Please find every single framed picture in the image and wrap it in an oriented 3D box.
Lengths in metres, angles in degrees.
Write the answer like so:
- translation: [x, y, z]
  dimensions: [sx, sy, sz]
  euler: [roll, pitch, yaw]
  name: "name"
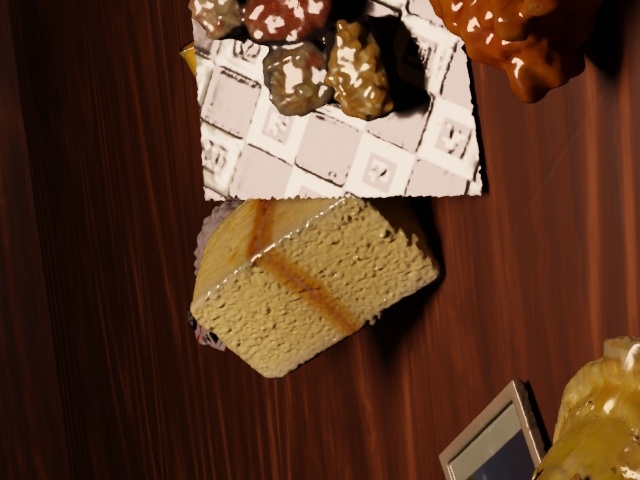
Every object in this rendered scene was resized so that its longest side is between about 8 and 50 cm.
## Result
- translation: [0.183, 0.283, 1.430]
  dimensions: [0.209, 0.019, 0.281]
  euler: [117, 139, -59]
  name: "framed picture"

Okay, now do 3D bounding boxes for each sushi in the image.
- translation: [-0.012, -0.173, 1.455]
  dimensions: [0.294, 0.059, 0.292]
  euler: [-4, 94, 31]
  name: "sushi"

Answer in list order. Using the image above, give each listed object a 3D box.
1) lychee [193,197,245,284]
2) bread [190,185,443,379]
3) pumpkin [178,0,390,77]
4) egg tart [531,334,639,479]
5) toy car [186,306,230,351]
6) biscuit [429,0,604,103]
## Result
- translation: [-0.057, 0.018, 1.772]
  dimensions: [0.165, 0.165, 0.197]
  euler: [24, 94, 67]
  name: "lychee"
- translation: [0.000, 0.000, 1.618]
  dimensions: [0.240, 0.135, 0.178]
  euler: [-35, 25, 28]
  name: "bread"
- translation: [0.011, -0.199, 1.583]
  dimensions: [0.279, 0.163, 0.111]
  euler: [-14, 113, 33]
  name: "pumpkin"
- translation: [0.227, 0.241, 1.123]
  dimensions: [0.341, 0.132, 0.341]
  euler: [169, 90, -70]
  name: "egg tart"
- translation: [-0.098, 0.086, 2.019]
  dimensions: [0.108, 0.089, 0.209]
  euler: [65, 152, 26]
  name: "toy car"
- translation: [0.132, -0.302, 1.172]
  dimensions: [0.312, 0.111, 0.318]
  euler: [99, 153, -45]
  name: "biscuit"
